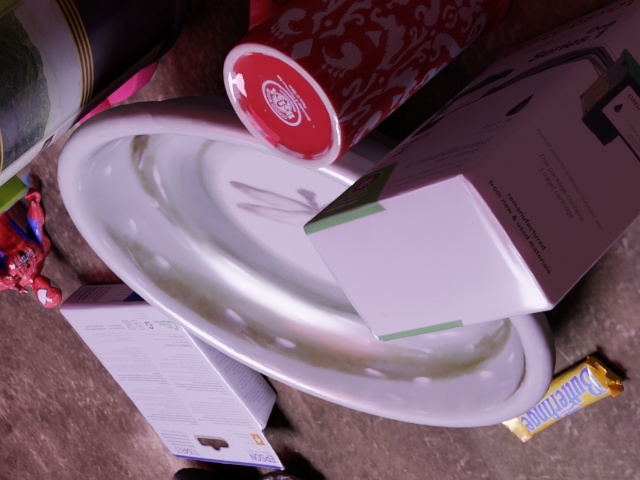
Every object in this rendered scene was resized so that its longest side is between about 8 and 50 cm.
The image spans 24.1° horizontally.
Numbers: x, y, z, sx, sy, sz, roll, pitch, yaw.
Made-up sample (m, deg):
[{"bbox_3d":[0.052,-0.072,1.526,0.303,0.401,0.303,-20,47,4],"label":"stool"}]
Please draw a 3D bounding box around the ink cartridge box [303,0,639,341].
[{"bbox_3d":[0.122,-0.046,0.878,0.092,0.219,0.160,55,147,-12],"label":"ink cartridge box"}]

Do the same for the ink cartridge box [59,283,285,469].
[{"bbox_3d":[-0.146,0.139,1.574,0.223,0.045,0.224,-4,126,52],"label":"ink cartridge box"}]

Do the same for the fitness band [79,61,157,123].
[{"bbox_3d":[-0.258,-0.209,1.292,0.291,0.054,0.209,18,137,35],"label":"fitness band"}]

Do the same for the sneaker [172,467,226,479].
[{"bbox_3d":[-0.073,0.338,1.715,0.222,0.083,0.118,51,168,-23],"label":"sneaker"}]

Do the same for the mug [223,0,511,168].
[{"bbox_3d":[0.013,-0.140,0.939,0.150,0.169,0.113,36,149,13],"label":"mug"}]

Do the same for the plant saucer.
[{"bbox_3d":[0.000,0.000,1.135,0.400,0.100,0.400,22,154,11],"label":"plant saucer"}]

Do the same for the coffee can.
[{"bbox_3d":[-0.254,-0.144,1.066,0.201,0.275,0.201,22,136,23],"label":"coffee can"}]

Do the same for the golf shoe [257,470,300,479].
[{"bbox_3d":[0.010,0.307,1.589,0.186,0.067,0.086,41,178,1],"label":"golf shoe"}]

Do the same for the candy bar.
[{"bbox_3d":[0.189,0.126,1.197,0.040,0.018,0.161,45,150,-1],"label":"candy bar"}]

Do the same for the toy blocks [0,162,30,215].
[{"bbox_3d":[-0.393,-0.135,1.343,0.381,0.191,0.261,44,159,6],"label":"toy blocks"}]

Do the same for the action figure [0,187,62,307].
[{"bbox_3d":[-0.349,-0.042,1.548,0.280,0.091,0.139,53,157,-15],"label":"action figure"}]
